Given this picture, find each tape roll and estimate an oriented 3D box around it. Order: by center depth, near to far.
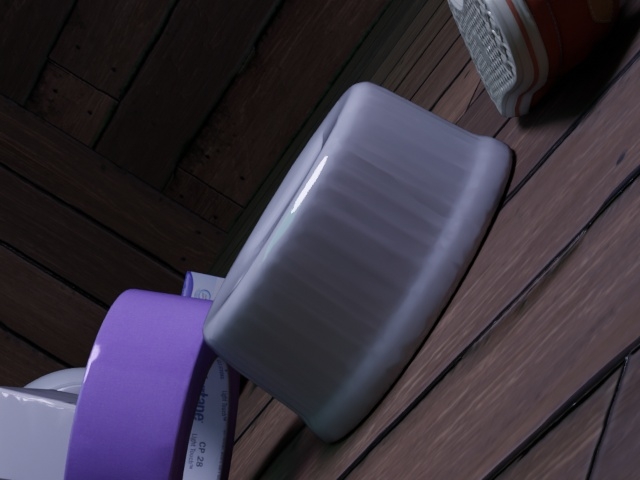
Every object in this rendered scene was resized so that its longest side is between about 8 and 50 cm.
[{"bbox_3d":[-0.141,0.183,1.549,0.275,0.090,0.275,7,-90,-83],"label":"tape roll"}]

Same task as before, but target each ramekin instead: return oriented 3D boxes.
[{"bbox_3d":[0.022,0.008,1.431,0.277,0.135,0.277,-57,5,8],"label":"ramekin"}]

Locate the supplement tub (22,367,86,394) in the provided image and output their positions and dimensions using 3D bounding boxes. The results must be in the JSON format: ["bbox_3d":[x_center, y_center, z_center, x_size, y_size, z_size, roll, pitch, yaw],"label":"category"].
[{"bbox_3d":[-0.284,0.270,2.150,0.235,0.235,0.325,-59,6,-9],"label":"supplement tub"}]

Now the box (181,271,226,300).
[{"bbox_3d":[-0.141,0.124,2.227,0.137,0.072,0.126,93,-173,-66],"label":"box"}]

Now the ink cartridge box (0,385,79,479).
[{"bbox_3d":[-0.289,0.310,1.859,0.226,0.131,0.306,30,-108,-79],"label":"ink cartridge box"}]

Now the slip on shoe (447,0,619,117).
[{"bbox_3d":[0.163,-0.167,1.390,0.101,0.123,0.331,-26,1,0],"label":"slip on shoe"}]
